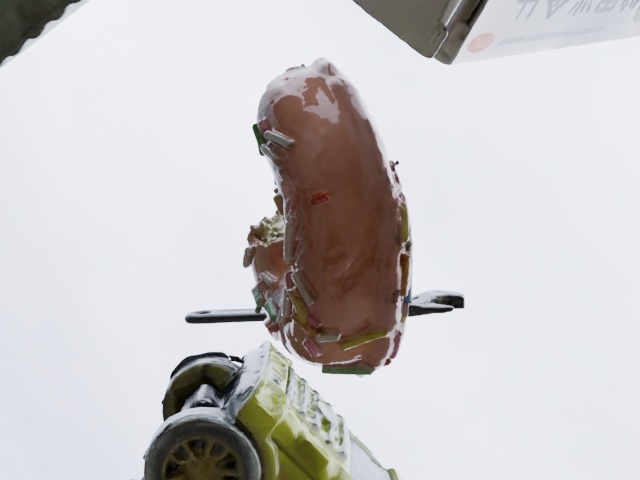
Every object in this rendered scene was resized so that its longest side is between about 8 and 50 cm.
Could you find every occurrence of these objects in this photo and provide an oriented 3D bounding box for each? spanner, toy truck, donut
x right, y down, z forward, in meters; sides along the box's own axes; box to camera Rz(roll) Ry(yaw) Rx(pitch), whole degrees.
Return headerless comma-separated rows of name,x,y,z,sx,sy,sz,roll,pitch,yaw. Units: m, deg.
spanner,0.003,0.079,1.659,0.087,0.316,0.024,-56,143,-81
toy truck,-0.067,0.188,0.656,0.157,0.272,0.124,40,6,-6
donut,0.000,0.000,1.060,0.233,0.085,0.199,97,-22,-48

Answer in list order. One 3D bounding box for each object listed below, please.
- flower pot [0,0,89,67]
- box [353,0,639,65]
flower pot,-0.208,-0.255,0.996,0.239,0.189,0.209,-29,-75,35
box,0.136,-0.218,0.867,0.145,0.333,0.173,41,-61,20
